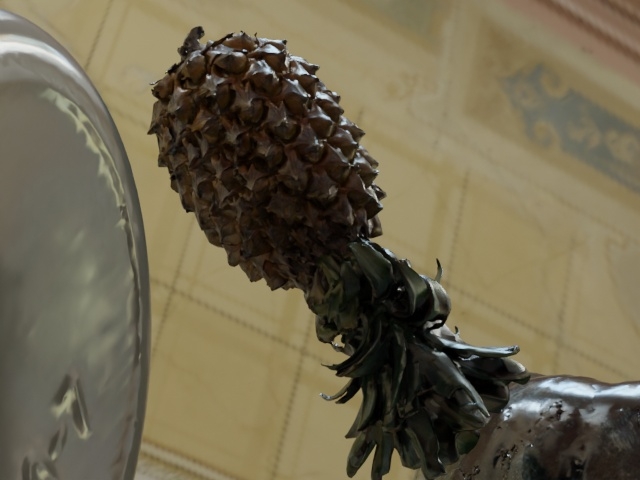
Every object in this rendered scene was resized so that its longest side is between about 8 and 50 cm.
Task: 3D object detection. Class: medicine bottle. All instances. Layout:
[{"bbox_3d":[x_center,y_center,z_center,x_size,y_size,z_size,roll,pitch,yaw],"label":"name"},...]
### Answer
[{"bbox_3d":[-0.245,0.032,0.460,0.208,0.339,0.208,1,-90,-74],"label":"medicine bottle"}]

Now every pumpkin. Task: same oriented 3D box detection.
[{"bbox_3d":[0.159,0.155,0.756,0.233,0.233,0.163,16,-99,-27],"label":"pumpkin"}]

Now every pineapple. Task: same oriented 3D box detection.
[{"bbox_3d":[0.000,0.001,0.616,0.083,0.103,0.221,-30,-102,-20],"label":"pineapple"}]
